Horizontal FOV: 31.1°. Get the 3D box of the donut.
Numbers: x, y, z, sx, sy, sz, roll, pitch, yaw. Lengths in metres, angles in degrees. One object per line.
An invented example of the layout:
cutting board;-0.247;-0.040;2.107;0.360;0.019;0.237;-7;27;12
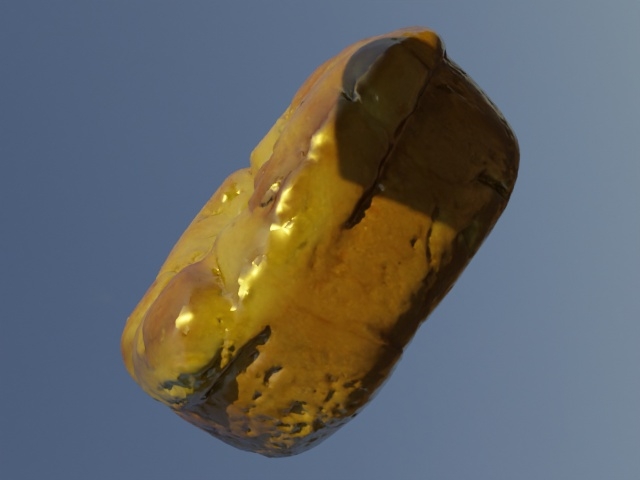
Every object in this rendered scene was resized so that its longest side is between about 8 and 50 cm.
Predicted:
donut;0.000;0.000;0.672;0.128;0.208;0.261;39;-97;-11
